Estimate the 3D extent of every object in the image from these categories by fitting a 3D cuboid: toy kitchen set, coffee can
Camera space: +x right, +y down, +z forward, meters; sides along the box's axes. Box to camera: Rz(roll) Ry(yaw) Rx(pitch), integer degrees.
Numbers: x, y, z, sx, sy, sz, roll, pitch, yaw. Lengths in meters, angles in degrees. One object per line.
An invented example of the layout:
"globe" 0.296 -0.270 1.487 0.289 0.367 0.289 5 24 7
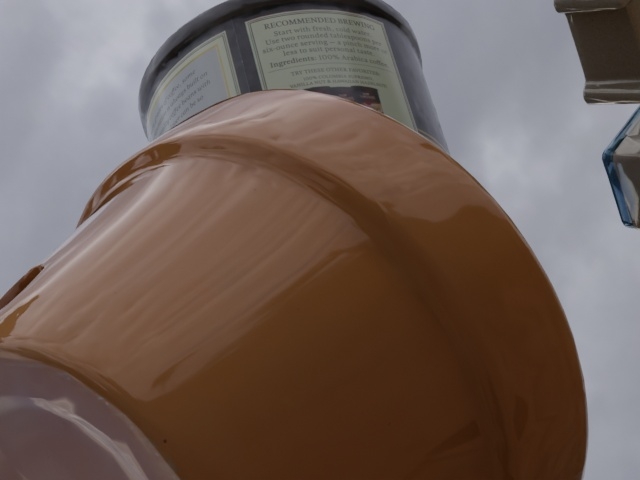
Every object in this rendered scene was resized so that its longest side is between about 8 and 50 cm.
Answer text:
"toy kitchen set" 0.135 -0.125 0.957 0.122 0.166 0.207 -47 -54 -38
"coffee can" 0.000 0.000 1.120 0.201 0.275 0.201 -10 -34 -7

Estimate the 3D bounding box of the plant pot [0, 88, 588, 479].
"plant pot" -0.048 0.095 0.805 0.203 0.291 0.291 -32 -37 -46
